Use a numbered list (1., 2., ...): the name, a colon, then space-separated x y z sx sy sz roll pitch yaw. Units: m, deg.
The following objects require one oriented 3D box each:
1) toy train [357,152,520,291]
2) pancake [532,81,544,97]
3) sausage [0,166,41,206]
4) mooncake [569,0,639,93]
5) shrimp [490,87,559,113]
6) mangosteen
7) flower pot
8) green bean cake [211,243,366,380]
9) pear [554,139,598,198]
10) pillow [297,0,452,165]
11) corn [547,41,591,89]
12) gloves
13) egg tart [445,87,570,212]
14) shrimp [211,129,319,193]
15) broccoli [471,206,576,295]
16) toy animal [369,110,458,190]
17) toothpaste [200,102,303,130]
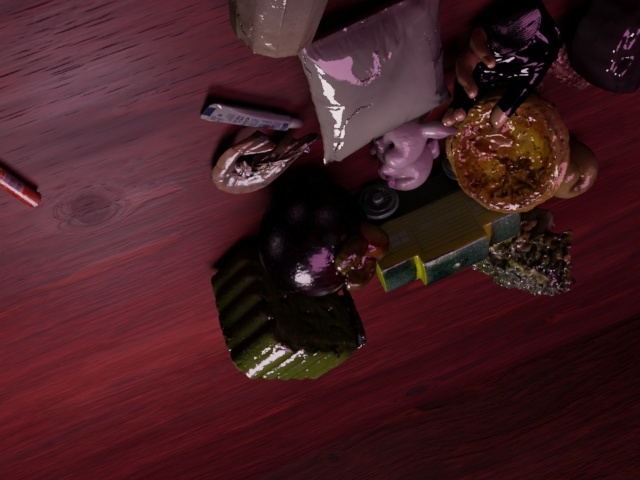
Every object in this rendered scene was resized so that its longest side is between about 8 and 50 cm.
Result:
1. toy train: 0.284 -0.047 1.701 0.442 0.272 0.179 -24 151 -2
2. pancake: 0.488 -0.344 1.650 0.115 0.011 0.115 -17 147 -12
3. sausage: -0.575 -0.105 1.268 0.034 0.034 0.129 -30 148 7
4. mooncake: 0.672 -0.448 1.453 0.283 0.141 0.283 -29 143 -25
5. shrimp: 0.437 -0.302 1.617 0.294 0.062 0.154 16 146 -29
6. mangosteen: 0.000 0.000 1.564 0.288 0.288 0.288 -17 147 -12
7. flower pot: -0.068 -0.399 1.053 0.212 0.212 0.202 -11 155 -21
8. green bean cake: -0.080 0.180 1.725 0.218 0.335 0.319 -43 148 27
9. pear: 0.672 -0.195 1.872 0.167 0.136 0.167 -17 143 -13
10. pillow: 0.112 -0.319 1.327 0.310 0.119 0.312 -30 141 -8
11. corn: 0.558 -0.401 1.565 0.237 0.079 0.079 10 134 -48
12. gloves: 0.361 -0.347 1.402 0.301 0.152 0.197 -48 114 -8
13. egg tart: 0.427 -0.206 1.545 0.115 0.290 0.290 -37 165 -50
14. shrimp: -0.129 -0.178 1.425 0.145 0.059 0.254 20 139 -40
15. broccoli: 0.593 0.042 2.043 0.324 0.334 0.272 -20 117 -43
16. toy animal: 0.203 -0.212 1.544 0.178 0.127 0.193 -20 146 -12
17. toothpaste: -0.129 -0.245 1.362 0.216 0.037 0.062 1 156 -32
